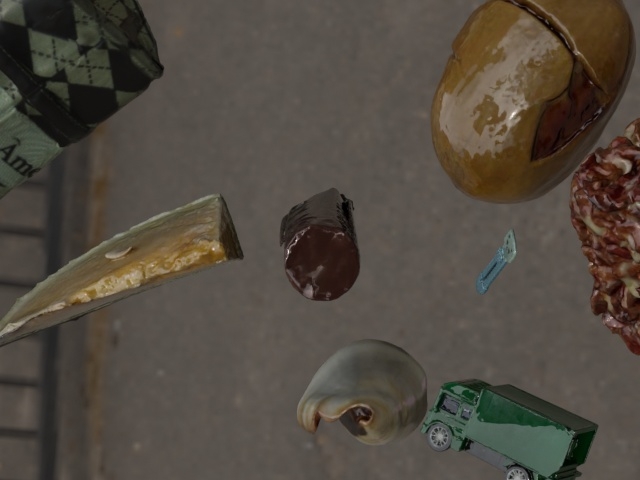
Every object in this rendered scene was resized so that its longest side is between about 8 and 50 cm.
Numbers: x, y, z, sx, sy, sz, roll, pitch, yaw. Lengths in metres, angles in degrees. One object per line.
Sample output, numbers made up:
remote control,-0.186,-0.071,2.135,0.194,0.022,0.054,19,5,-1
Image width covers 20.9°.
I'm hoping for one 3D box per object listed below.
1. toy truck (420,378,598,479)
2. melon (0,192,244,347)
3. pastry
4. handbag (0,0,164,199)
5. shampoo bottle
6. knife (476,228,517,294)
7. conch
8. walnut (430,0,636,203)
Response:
toy truck,0.170,0.178,1.599,0.147,0.065,0.079,23,101,29
melon,-0.141,0.029,1.182,0.098,0.182,0.054,-75,-37,-74
pastry,0.233,0.014,1.189,0.097,0.208,0.115,21,63,36
handbag,-0.342,-0.132,1.423,0.416,0.180,0.317,-34,38,13
shampoo bottle,0.001,-0.002,1.440,0.236,0.068,0.067,-101,-2,-81
knife,0.153,0.022,1.521,0.096,0.010,0.027,118,151,-58
conch,0.035,0.143,1.455,0.176,0.104,0.094,-61,-7,-67
walnut,0.234,-0.179,1.911,0.298,0.203,0.203,-60,27,-3
